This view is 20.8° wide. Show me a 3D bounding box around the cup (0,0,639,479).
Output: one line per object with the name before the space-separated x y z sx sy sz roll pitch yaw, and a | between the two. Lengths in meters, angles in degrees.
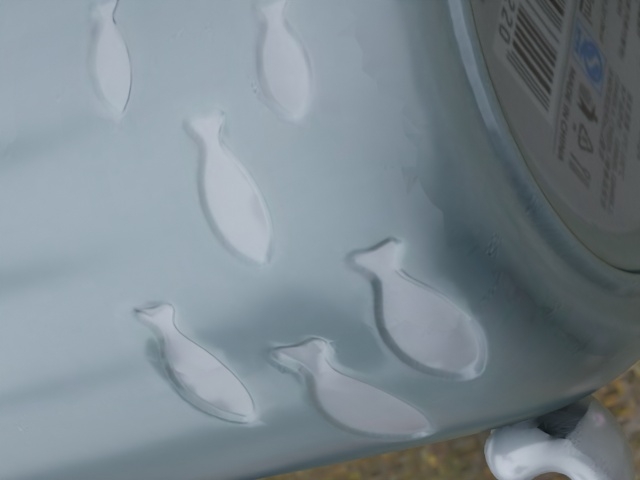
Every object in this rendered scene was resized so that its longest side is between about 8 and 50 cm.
cup | 0.000 0.000 0.645 0.275 0.259 0.356 -15 111 34
